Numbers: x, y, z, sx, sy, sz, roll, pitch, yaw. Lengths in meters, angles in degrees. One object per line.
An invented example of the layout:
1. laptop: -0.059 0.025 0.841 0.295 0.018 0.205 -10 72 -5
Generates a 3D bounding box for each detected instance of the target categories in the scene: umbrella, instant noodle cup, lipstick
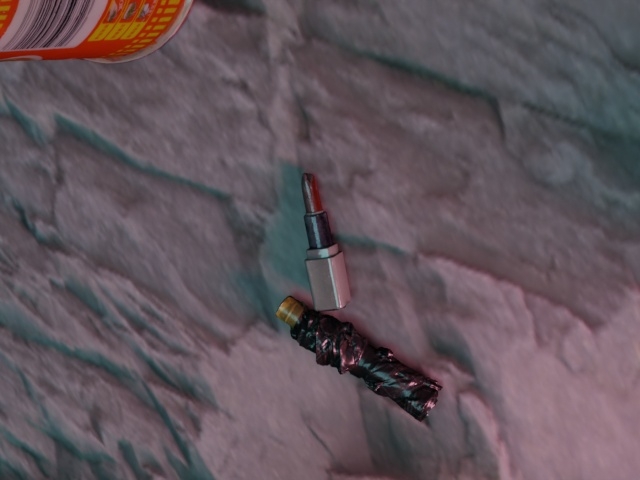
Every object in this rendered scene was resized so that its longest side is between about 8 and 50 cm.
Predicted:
1. umbrella: 0.027 0.092 0.743 0.144 0.040 0.037 33 158 8
2. instant noodle cup: -0.213 -0.196 0.639 0.193 0.212 0.193 7 111 20
3. lipstick: 0.000 0.000 0.730 0.025 0.025 0.107 -7 99 24
